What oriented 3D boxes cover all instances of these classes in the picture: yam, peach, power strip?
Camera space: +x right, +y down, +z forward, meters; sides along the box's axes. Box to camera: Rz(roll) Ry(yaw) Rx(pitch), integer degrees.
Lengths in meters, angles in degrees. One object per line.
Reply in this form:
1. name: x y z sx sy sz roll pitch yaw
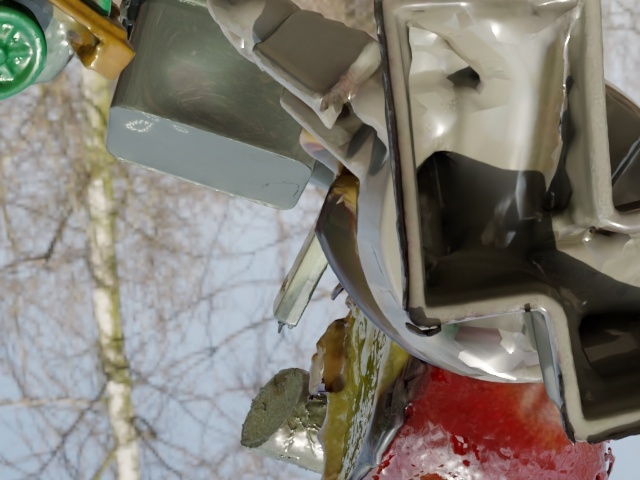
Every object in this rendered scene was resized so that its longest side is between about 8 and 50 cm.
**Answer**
1. yam: 0.016 0.297 1.790 0.254 0.154 0.154 24 -159 -8
2. peach: 0.121 0.173 1.160 0.353 0.417 0.339 -13 -131 16
3. power strip: 0.000 0.000 1.178 0.029 0.227 0.080 24 -161 -7

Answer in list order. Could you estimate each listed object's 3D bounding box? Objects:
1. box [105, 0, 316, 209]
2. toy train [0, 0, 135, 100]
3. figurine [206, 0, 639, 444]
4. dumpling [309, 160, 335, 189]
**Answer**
1. box: -0.093 -0.133 1.116 0.243 0.135 0.163 17 157 -8
2. toy train: -0.144 -0.147 0.453 0.227 0.136 0.091 34 -169 -43
3. figurine: 0.076 -0.013 0.472 0.143 0.308 0.308 -37 -152 -3
4. dumpling: -0.014 -0.127 1.288 0.176 0.092 0.150 25 -165 -14
